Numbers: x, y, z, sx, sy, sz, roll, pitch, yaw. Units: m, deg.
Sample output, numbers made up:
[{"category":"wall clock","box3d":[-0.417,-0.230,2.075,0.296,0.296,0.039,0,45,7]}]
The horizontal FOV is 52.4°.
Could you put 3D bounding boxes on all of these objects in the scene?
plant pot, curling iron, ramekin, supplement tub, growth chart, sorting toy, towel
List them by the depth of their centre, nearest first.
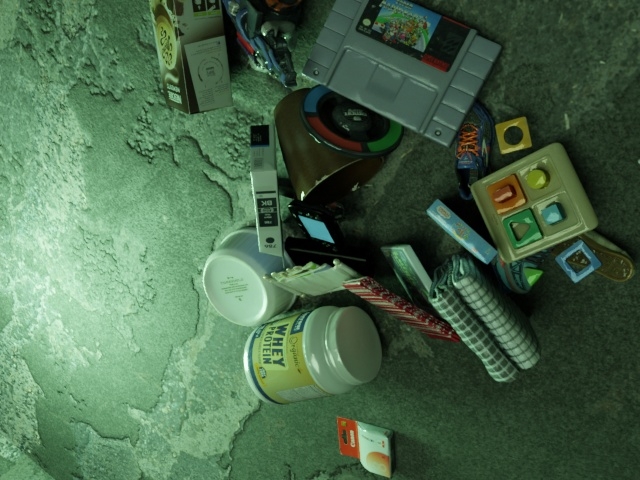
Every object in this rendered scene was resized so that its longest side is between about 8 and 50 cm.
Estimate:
[{"category":"sorting toy","box3d":[0.407,-0.072,1.263,0.196,0.047,0.347,-27,79,29]},{"category":"towel","box3d":[0.339,0.153,1.385,0.121,0.283,0.235,-41,91,14]},{"category":"plant pot","box3d":[-0.005,-0.222,1.473,0.215,0.215,0.230,-40,73,37]},{"category":"towel","box3d":[0.190,0.161,1.528,0.275,0.031,0.199,30,170,-6]},{"category":"growth chart","box3d":[-0.011,0.097,1.637,0.237,0.021,0.172,-14,146,32]},{"category":"curling iron","box3d":[-0.051,-0.102,1.644,0.274,0.035,0.068,21,122,20]},{"category":"supplement tub","box3d":[-0.021,0.299,1.705,0.316,0.228,0.228,-20,102,35]},{"category":"ramekin","box3d":[-0.199,0.111,1.779,0.273,0.127,0.273,13,120,24]}]

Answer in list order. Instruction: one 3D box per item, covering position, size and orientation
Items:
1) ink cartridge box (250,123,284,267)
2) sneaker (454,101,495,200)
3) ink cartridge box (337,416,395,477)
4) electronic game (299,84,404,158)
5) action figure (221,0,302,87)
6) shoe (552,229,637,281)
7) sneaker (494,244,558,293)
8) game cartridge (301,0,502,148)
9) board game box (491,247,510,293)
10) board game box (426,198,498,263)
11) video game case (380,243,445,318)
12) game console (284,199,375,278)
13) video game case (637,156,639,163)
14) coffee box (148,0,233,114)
[{"category":"ink cartridge box","box3d":[-0.126,-0.096,1.549,0.065,0.165,0.332,-5,137,-3]},{"category":"sneaker","box3d":[0.318,-0.182,1.357,0.083,0.087,0.221,0,114,29]},{"category":"ink cartridge box","box3d":[0.126,0.597,1.883,0.179,0.045,0.145,6,116,25]},{"category":"electronic game","box3d":[0.068,-0.259,1.378,0.229,0.229,0.048,35,140,11]},{"category":"action figure","box3d":[-0.063,-0.476,1.383,0.330,0.178,0.341,-52,56,42]},{"category":"shoe","box3d":[0.543,0.015,1.334,0.219,0.058,0.076,36,124,33]},{"category":"sneaker","box3d":[0.436,-0.007,1.323,0.125,0.104,0.262,19,113,48]},{"category":"game cartridge","box3d":[0.160,-0.367,1.325,0.355,0.068,0.230,29,104,15]},{"category":"board game box","box3d":[0.403,0.056,1.423,0.020,0.090,0.090,-16,105,32]},{"category":"board game box","box3d":[0.295,-0.020,1.380,0.160,0.211,0.039,42,98,5]},{"category":"video game case","box3d":[0.220,0.093,1.524,0.190,0.022,0.173,59,169,-6]},{"category":"game console","box3d":[0.000,0.000,1.529,0.213,0.044,0.361,8,157,18]},{"category":"video game case","box3d":[0.754,-0.164,1.151,0.204,0.025,0.285,46,127,3]},{"category":"coffee box","box3d":[-0.306,-0.462,1.526,0.168,0.119,0.297,29,130,52]}]
